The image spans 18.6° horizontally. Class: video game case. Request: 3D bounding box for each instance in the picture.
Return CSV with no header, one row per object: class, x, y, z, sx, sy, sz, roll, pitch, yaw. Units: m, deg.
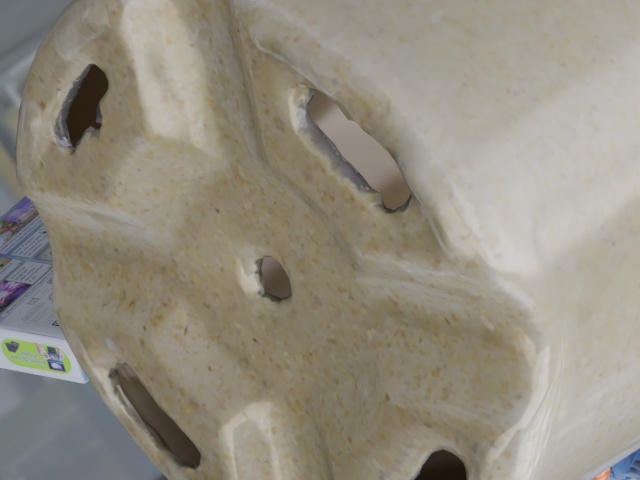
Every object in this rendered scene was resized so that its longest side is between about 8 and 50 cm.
video game case,-0.288,0.044,2.149,0.244,0.061,0.269,8,-145,29

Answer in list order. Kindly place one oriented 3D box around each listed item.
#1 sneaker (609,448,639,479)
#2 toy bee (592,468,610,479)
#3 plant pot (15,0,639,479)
sneaker,0.295,0.186,1.846,0.209,0.082,0.069,133,-20,-74
toy bee,0.172,0.113,1.528,0.195,0.298,0.162,-48,-142,14
plant pot,0.070,-0.047,0.719,0.305,0.334,0.334,-33,178,-40
